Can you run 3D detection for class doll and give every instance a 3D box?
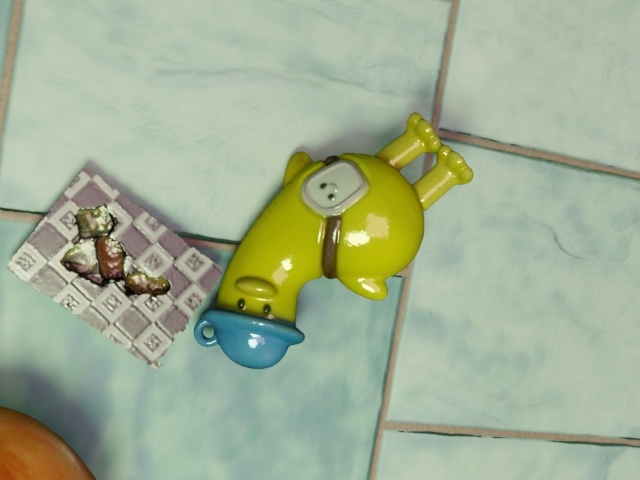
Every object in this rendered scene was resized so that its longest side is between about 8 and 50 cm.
[{"bbox_3d":[0.000,0.000,1.013,0.363,0.145,0.199,-39,73,-5],"label":"doll"}]

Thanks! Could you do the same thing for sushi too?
[{"bbox_3d":[-0.221,0.032,0.973,0.201,0.031,0.139,39,81,-18],"label":"sushi"}]

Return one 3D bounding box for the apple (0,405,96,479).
[{"bbox_3d":[-0.336,0.276,0.847,0.242,0.242,0.241,-32,105,-15],"label":"apple"}]
